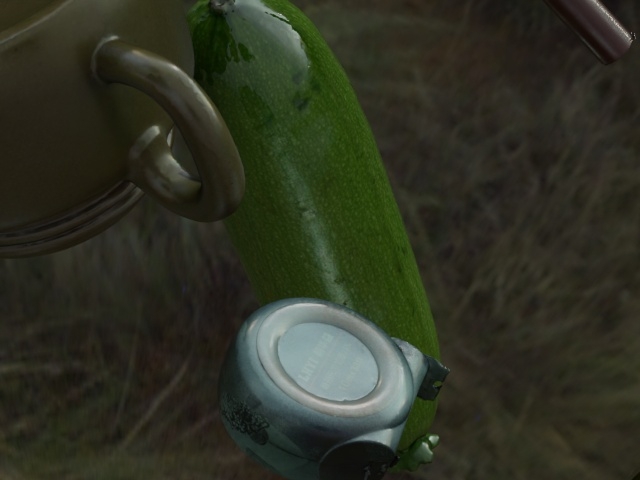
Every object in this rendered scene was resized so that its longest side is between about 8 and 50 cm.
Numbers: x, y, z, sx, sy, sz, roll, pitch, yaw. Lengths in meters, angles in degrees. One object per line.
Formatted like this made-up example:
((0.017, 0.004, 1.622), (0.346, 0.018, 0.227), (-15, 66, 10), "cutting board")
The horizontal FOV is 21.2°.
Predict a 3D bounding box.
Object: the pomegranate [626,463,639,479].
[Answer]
((0.182, 0.113, 0.371), (0.285, 0.231, 0.231), (-12, 72, 7), "pomegranate")

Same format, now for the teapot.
((-0.140, -0.067, 0.837), (0.267, 0.175, 0.185), (21, 56, 36), "teapot")

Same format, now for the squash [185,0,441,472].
((0.000, 0.000, 1.048), (0.107, 0.395, 0.107), (-14, 39, 11), "squash")

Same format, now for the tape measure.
((-0.011, 0.110, 0.903), (0.107, 0.180, 0.104), (26, 55, 4), "tape measure")

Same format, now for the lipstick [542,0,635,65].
((0.116, -0.162, 0.968), (0.176, 0.027, 0.027), (39, 67, -30), "lipstick")
